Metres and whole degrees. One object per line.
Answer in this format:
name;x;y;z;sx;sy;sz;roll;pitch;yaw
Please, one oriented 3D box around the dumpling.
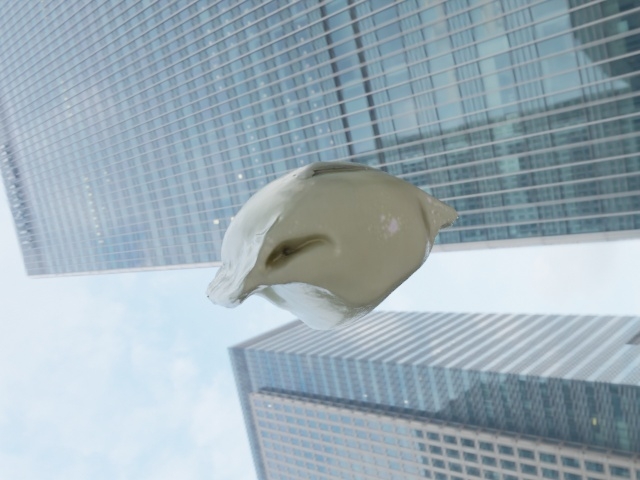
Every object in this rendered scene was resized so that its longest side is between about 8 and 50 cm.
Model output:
dumpling;0.000;0.000;0.935;0.395;0.316;0.233;-23;-78;-29
